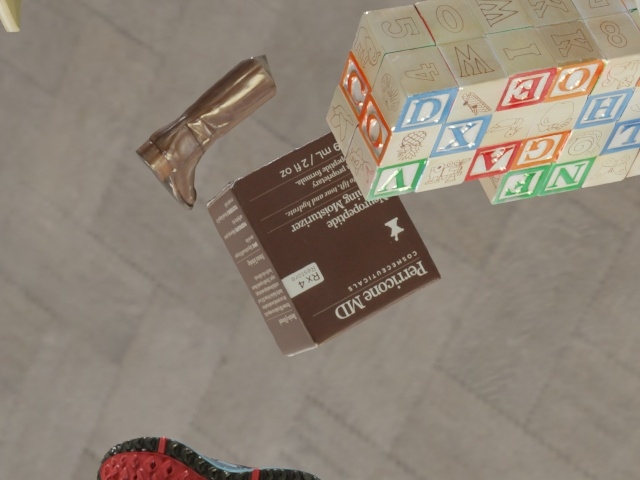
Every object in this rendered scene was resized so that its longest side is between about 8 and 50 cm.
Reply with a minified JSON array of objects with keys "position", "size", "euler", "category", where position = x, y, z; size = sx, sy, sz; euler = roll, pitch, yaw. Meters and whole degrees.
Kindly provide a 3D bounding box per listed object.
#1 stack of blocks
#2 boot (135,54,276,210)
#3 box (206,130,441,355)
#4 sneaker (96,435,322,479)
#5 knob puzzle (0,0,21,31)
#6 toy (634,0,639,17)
[{"position":[0.161,-0.114,1.448],"size":[0.171,0.297,0.087],"euler":[110,142,-51],"category":"stack of blocks"},{"position":[-0.070,-0.078,1.303],"size":[0.114,0.106,0.037],"euler":[-43,73,-5],"category":"boot"},{"position":[0.000,0.000,2.060],"size":[0.203,0.168,0.167],"euler":[61,164,1],"category":"box"},{"position":[-0.106,0.278,1.925],"size":[0.262,0.125,0.104],"euler":[12,77,13],"category":"sneaker"},{"position":[-0.243,-0.268,1.284],"size":[0.030,0.213,0.213],"euler":[-4,92,4],"category":"knob puzzle"},{"position":[0.308,-0.149,1.137],"size":[0.237,0.056,0.137],"euler":[-21,98,-5],"category":"toy"}]
